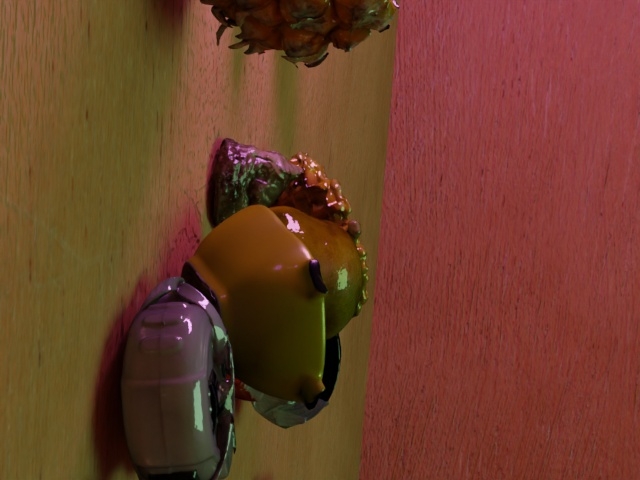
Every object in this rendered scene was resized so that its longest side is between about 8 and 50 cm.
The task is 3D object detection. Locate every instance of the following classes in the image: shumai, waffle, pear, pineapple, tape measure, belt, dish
[{"bbox_3d":[-0.094,-0.070,1.610,0.139,0.105,0.123,38,58,-49],"label":"shumai"},{"bbox_3d":[0.000,0.000,1.884,0.059,0.238,0.243,-23,133,-29],"label":"waffle"},{"bbox_3d":[-0.035,0.052,1.718,0.200,0.200,0.200,6,90,-81],"label":"pear"},{"bbox_3d":[-0.100,-0.347,1.276,0.286,0.209,0.344,47,16,-39],"label":"pineapple"},{"bbox_3d":[-0.149,0.166,1.294,0.197,0.120,0.236,-81,167,-76],"label":"tape measure"},{"bbox_3d":[-0.045,0.184,1.869,0.078,0.151,0.198,56,39,-87],"label":"belt"},{"bbox_3d":[-0.091,0.084,1.440,0.262,0.108,0.221,-148,-126,-60],"label":"dish"}]

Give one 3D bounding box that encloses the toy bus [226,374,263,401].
[{"bbox_3d":[-0.110,0.176,1.700,0.174,0.079,0.077,66,40,-74],"label":"toy bus"}]
